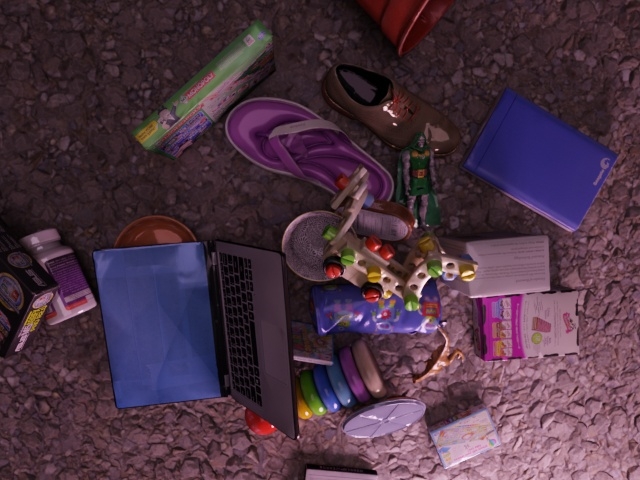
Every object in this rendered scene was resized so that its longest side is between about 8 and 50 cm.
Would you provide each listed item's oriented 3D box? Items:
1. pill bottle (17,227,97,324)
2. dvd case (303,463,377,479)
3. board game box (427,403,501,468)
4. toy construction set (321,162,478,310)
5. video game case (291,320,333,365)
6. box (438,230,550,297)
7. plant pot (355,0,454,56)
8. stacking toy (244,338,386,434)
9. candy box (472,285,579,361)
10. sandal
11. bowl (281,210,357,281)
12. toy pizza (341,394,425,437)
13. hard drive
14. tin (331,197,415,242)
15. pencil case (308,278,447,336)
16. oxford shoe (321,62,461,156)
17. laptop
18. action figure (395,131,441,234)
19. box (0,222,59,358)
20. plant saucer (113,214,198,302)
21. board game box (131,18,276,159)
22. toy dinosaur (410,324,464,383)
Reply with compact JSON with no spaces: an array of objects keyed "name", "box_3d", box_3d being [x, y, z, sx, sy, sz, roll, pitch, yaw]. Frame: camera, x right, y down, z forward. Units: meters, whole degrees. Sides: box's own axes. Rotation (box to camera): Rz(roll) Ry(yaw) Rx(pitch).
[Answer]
[{"name":"pill bottle","box_3d":[-0.581,0.077,1.001,0.108,0.108,0.194,-22,95,-2]},{"name":"dvd case","box_3d":[0.038,0.677,1.124,0.179,0.029,0.239,6,93,-4]},{"name":"board game box","box_3d":[0.356,0.485,1.131,0.154,0.026,0.104,-23,95,-2]},{"name":"toy construction set","box_3d":[0.129,0.012,0.920,0.327,0.151,0.215,42,123,-6]},{"name":"video game case","box_3d":[-0.053,0.228,1.043,0.166,0.119,0.015,10,119,-4]},{"name":"box","box_3d":[0.381,0.047,1.024,0.181,0.181,0.119,-5,95,-4]},{"name":"plant pot","box_3d":[0.153,-0.579,0.939,0.265,0.272,0.272,41,91,3]},{"name":"stacking toy","box_3d":[-0.020,0.357,1.057,0.330,0.141,0.141,-26,95,5]},{"name":"candy box","box_3d":[0.491,0.197,1.097,0.233,0.071,0.159,-3,94,-3]},{"name":"sandal","box_3d":[-0.014,-0.203,1.020,0.416,0.102,0.169,25,92,-5]},{"name":"bowl","box_3d":[0.000,0.000,1.038,0.170,0.080,0.170,1,113,2]},{"name":"toy pizza","box_3d":[0.145,0.405,1.060,0.201,0.032,0.201,-8,139,-7]},{"name":"hard drive","box_3d":[0.519,-0.190,1.086,0.318,0.040,0.210,29,92,-5]},{"name":"tin","box_3d":[0.115,-0.049,1.025,0.189,0.106,0.040,13,50,14]},{"name":"pencil case","box_3d":[0.126,0.158,1.048,0.306,0.119,0.133,-2,106,-4]},{"name":"oxford shoe","box_3d":[0.164,-0.283,1.011,0.348,0.130,0.123,22,92,-5]},{"name":"laptop","box_3d":[-0.267,0.207,0.948,0.236,0.407,0.382,-13,104,-40]},{"name":"action figure","box_3d":[0.219,-0.129,1.032,0.137,0.063,0.232,-10,114,-14]},{"name":"box","box_3d":[-0.691,0.081,0.953,0.270,0.060,0.216,44,116,6]},{"name":"plant saucer","box_3d":[-0.371,0.041,1.048,0.199,0.037,0.200,0,95,-4]},{"name":"board game box","box_3d":[-0.226,-0.296,0.945,0.317,0.213,0.046,-42,95,0]},{"name":"toy dinosaur","box_3d":[0.280,0.269,1.056,0.112,0.064,0.212,-14,137,-38]}]
